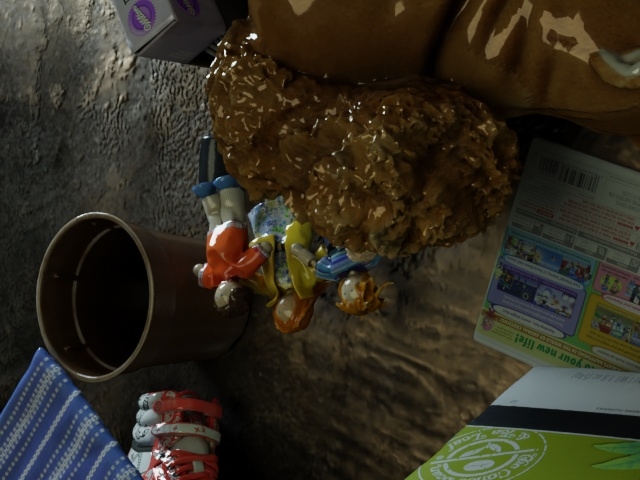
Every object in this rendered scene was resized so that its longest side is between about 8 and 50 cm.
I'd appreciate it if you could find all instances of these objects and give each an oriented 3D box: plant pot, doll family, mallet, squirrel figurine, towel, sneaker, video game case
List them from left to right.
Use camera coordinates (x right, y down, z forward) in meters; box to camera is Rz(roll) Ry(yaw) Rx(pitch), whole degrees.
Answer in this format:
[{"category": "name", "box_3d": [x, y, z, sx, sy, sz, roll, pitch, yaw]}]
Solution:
[{"category": "towel", "box_3d": [-0.246, 0.301, 1.627, 0.336, 0.040, 0.243, 47, 114, 33]}, {"category": "plant pot", "box_3d": [-0.171, 0.059, 1.717, 0.167, 0.165, 0.167, -3, 85, 39]}, {"category": "sneaker", "box_3d": [-0.136, 0.229, 1.674, 0.270, 0.090, 0.145, -156, 80, -69]}, {"category": "mallet", "box_3d": [-0.046, -0.083, 1.709, 0.190, 0.039, 0.062, -5, 87, 36]}, {"category": "doll family", "box_3d": [0.000, 0.000, 1.609, 0.263, 0.118, 0.163, -24, 67, 38]}, {"category": "squirrel figurine", "box_3d": [0.116, -0.146, 1.415, 0.370, 0.281, 0.397, 25, 77, 16]}, {"category": "video game case", "box_3d": [0.244, 0.032, 1.464, 0.212, 0.023, 0.193, 23, 102, 38]}]

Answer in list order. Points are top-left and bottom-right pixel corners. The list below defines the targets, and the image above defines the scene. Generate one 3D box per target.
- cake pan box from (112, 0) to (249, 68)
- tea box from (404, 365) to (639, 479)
[{"category": "cake pan box", "box_3d": [-0.118, -0.277, 1.641, 0.070, 0.246, 0.267, -36, 65, 33]}, {"category": "tea box", "box_3d": [0.234, 0.261, 1.230, 0.329, 0.323, 0.220, 0, 114, 40]}]
